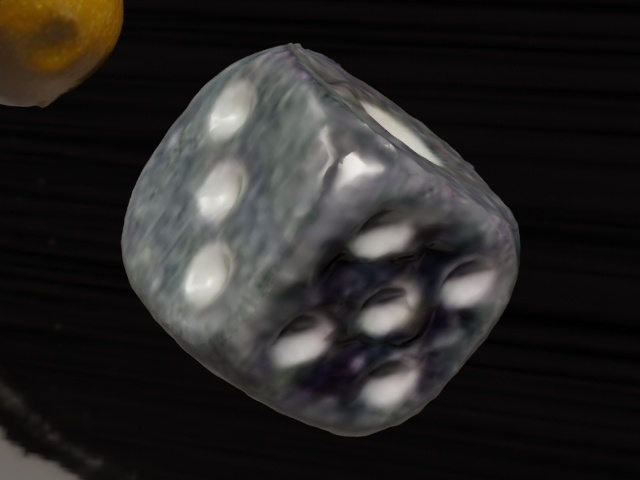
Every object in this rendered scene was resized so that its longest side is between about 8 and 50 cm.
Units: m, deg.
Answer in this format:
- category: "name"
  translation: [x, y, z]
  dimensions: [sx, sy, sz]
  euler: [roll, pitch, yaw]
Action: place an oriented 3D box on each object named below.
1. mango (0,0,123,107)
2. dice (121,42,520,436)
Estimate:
- category: "mango"
  translation: [-0.184, -0.224, 0.694]
  dimensions: [0.187, 0.144, 0.359]
  euler: [-132, -163, -84]
- category: "dice"
  translation: [0.000, 0.000, 1.042]
  dimensions: [0.181, 0.182, 0.183]
  euler: [29, 103, -38]
